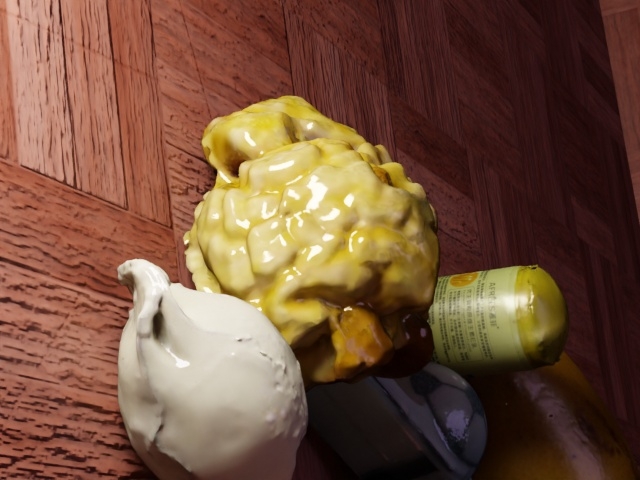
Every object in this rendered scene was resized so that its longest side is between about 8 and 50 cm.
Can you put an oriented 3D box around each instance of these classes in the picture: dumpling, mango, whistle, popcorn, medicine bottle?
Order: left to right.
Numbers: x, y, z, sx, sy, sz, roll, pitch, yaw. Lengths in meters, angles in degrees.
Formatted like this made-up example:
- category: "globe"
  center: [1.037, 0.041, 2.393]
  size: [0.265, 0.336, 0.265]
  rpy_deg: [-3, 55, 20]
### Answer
- category: "dumpling"
  center: [-0.093, 0.116, 1.327]
  size: [0.258, 0.147, 0.193]
  rpy_deg: [61, -6, -24]
- category: "popcorn"
  center: [0.000, 0.000, 1.510]
  size: [0.265, 0.225, 0.332]
  rpy_deg: [35, 25, -47]
- category: "whistle"
  center: [0.081, 0.179, 1.718]
  size: [0.290, 0.163, 0.163]
  rpy_deg: [51, 31, -30]
- category: "medicine bottle"
  center: [0.155, 0.096, 1.817]
  size: [0.124, 0.238, 0.124]
  rpy_deg: [-9, 90, -71]
- category: "mango"
  center: [0.257, 0.256, 2.028]
  size: [0.378, 0.221, 0.264]
  rpy_deg: [64, 26, -8]
